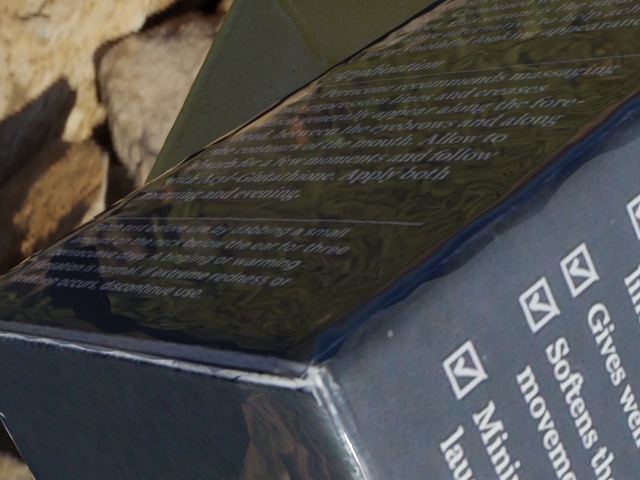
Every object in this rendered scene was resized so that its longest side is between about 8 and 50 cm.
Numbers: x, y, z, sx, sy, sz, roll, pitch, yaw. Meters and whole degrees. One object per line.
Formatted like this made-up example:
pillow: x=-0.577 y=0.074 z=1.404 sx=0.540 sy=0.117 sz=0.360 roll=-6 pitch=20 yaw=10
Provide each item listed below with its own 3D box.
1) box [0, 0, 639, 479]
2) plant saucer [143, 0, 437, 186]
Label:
box: x=0.119 y=0.056 z=0.569 sx=0.395 sy=0.212 sz=0.293 roll=-35 pitch=112 yaw=-32
plant saucer: x=0.000 y=0.000 z=0.841 sx=0.081 sy=0.333 sz=0.333 roll=29 pitch=84 yaw=-31
